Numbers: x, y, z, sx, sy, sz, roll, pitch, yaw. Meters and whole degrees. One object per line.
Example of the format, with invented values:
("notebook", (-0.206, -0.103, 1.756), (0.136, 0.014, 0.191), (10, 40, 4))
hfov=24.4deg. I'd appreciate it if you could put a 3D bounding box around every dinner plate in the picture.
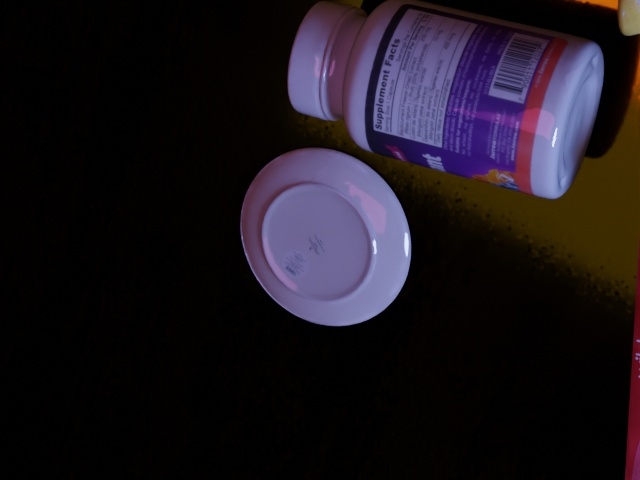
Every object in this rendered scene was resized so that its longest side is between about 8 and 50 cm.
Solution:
("dinner plate", (0.000, 0.000, 1.114), (0.141, 0.017, 0.141), (9, 111, 24))

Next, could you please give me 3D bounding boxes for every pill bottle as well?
("pill bottle", (0.081, -0.101, 0.987), (0.193, 0.108, 0.108), (17, 113, 20))

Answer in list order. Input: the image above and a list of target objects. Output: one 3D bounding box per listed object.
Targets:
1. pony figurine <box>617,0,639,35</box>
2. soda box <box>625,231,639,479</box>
("pony figurine", (0.347, -0.161, 0.777), (0.363, 0.302, 0.351), (6, 142, 20))
("soda box", (0.253, 0.095, 0.979), (0.083, 0.092, 0.263), (8, 110, 22))
